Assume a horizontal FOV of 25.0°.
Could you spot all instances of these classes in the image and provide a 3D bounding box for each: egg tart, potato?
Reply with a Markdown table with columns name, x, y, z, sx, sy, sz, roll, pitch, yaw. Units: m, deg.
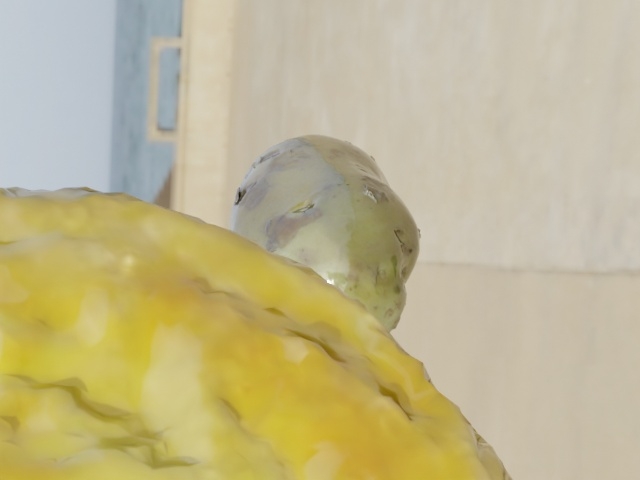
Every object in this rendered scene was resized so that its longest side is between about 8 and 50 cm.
| name | x | y | z | sx | sy | sz | roll | pitch | yaw |
| --- | --- | --- | --- | --- | --- | --- | --- | --- | --- |
| egg tart | -0.069 | 0.113 | 0.352 | 0.387 | 0.388 | 0.169 | -96 | 25 | -45 |
| potato | 0.000 | 0.000 | 1.295 | 0.262 | 0.165 | 0.165 | -118 | 30 | -60 |
